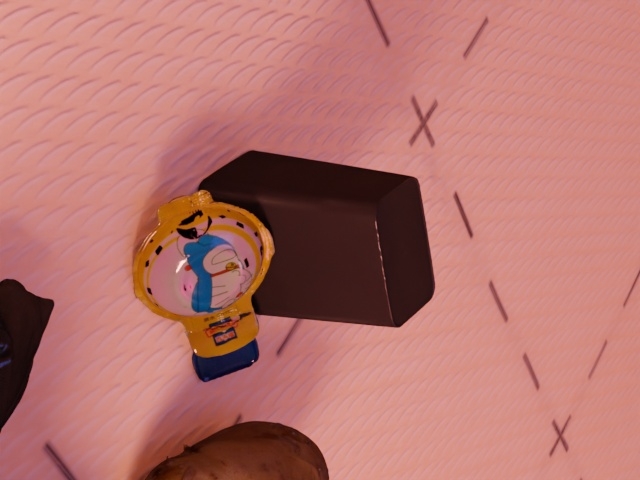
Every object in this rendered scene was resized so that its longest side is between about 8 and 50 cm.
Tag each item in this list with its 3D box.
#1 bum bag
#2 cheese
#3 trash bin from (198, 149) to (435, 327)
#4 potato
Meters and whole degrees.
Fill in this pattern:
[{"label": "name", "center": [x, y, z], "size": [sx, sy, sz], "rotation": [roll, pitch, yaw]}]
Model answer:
[{"label": "bum bag", "center": [-0.325, 0.146, 1.259], "size": [0.326, 0.080, 0.142], "rotation": [-55, 149, -44]}, {"label": "cheese", "center": [-0.116, 0.053, 1.559], "size": [0.157, 0.064, 0.250], "rotation": [-21, 131, -9]}, {"label": "trash bin", "center": [0.000, 0.000, 1.597], "size": [0.115, 0.225, 0.165], "rotation": [-37, 125, -47]}, {"label": "potato", "center": [-0.092, 0.277, 1.578], "size": [0.262, 0.165, 0.165], "rotation": [-23, 115, -43]}]
